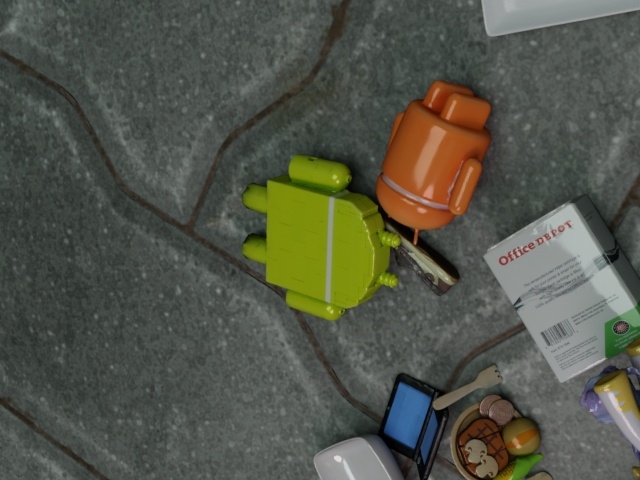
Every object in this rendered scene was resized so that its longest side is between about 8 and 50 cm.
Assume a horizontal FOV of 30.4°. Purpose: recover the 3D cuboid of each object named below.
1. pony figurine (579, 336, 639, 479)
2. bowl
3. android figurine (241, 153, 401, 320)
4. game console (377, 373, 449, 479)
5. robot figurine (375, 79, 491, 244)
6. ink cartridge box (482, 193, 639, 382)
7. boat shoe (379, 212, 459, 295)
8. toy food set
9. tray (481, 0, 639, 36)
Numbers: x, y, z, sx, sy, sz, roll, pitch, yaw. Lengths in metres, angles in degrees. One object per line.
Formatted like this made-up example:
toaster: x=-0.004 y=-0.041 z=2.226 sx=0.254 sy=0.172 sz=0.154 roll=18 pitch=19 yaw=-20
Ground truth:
pony figurine: x=0.484 y=0.296 z=1.476 sx=0.351 sy=0.303 sz=0.363 roll=-29 pitch=95 yaw=6
bowl: x=0.072 y=0.363 z=1.792 sx=0.142 sy=0.053 sz=0.142 roll=-31 pitch=85 yaw=45
android figurine: x=0.000 y=0.000 z=1.744 sx=0.273 sy=0.056 sz=0.248 roll=14 pitch=113 yaw=34
game console: x=0.137 y=0.278 z=1.750 sx=0.071 sy=0.107 sz=0.122 roll=13 pitch=108 yaw=-6
robot figurine: x=0.154 y=-0.110 z=1.633 sx=0.158 sy=0.128 sz=0.219 roll=27 pitch=110 yaw=12
ink cartridge box: x=0.342 y=0.062 z=1.595 sx=0.153 sy=0.087 sz=0.208 roll=-32 pitch=87 yaw=28
boat shoe: x=0.131 y=0.021 z=1.708 sx=0.152 sy=0.056 sz=0.049 roll=42 pitch=109 yaw=13
toy food set: x=0.249 y=0.287 z=1.675 sx=0.132 sy=0.038 sz=0.192 roll=-26 pitch=87 yaw=-15
tray: x=0.339 y=-0.362 z=1.547 sx=0.270 sy=0.030 sz=0.145 roll=-6 pitch=97 yaw=27
